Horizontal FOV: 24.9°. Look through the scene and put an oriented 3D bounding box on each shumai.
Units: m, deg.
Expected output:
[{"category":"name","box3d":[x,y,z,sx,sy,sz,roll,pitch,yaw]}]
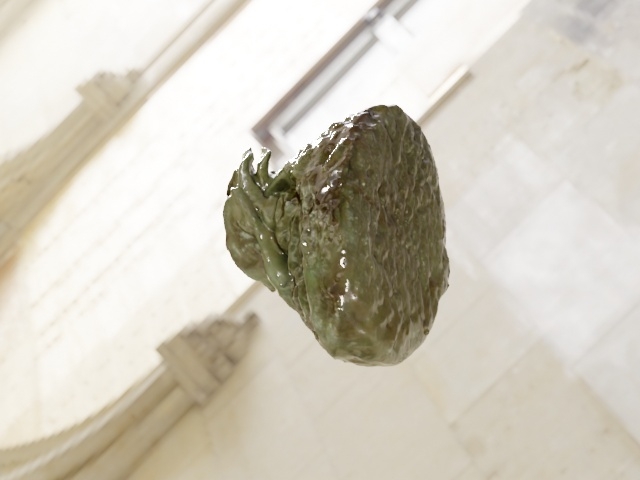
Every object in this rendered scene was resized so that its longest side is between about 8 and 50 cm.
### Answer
[{"category":"shumai","box3d":[0.000,-0.001,0.635,0.099,0.087,0.124,66,-150,-29]}]
